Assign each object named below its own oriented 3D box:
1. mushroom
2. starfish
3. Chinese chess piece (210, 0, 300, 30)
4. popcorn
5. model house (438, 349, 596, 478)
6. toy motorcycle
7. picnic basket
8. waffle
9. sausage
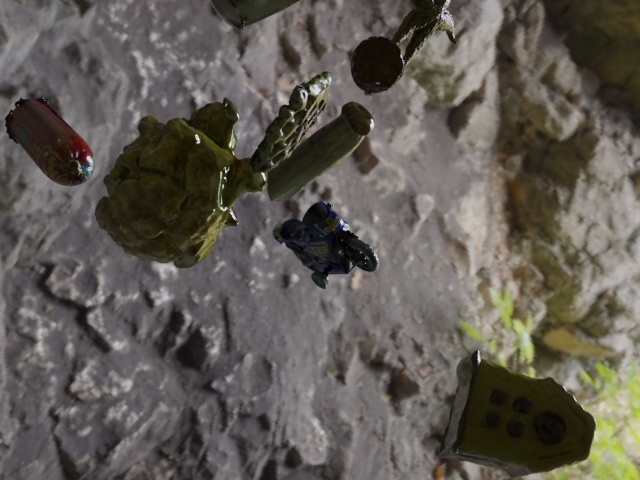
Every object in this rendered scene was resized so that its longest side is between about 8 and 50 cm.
[{"bbox_3d":[-0.003,-0.198,2.090,0.081,0.312,0.099,29,36,-37],"label":"mushroom"},{"bbox_3d":[0.184,-0.398,1.586,0.217,0.050,0.223,41,69,-38],"label":"starfish"},{"bbox_3d":[-0.059,-0.391,1.328,0.092,0.238,0.237,62,24,-21],"label":"Chinese chess piece"},{"bbox_3d":[-0.290,-0.107,1.801,0.274,0.335,0.279,41,36,14],"label":"popcorn"},{"bbox_3d":[0.326,0.293,1.485,0.235,0.193,0.174,11,72,2],"label":"model house"},{"bbox_3d":[0.000,0.000,1.833,0.113,0.315,0.169,-46,108,-21],"label":"toy motorcycle"},{"bbox_3d":[0.067,-0.211,1.112,0.072,0.072,0.083,41,-2,-6],"label":"picnic basket"},{"bbox_3d":[-0.052,-0.212,1.719,0.054,0.204,0.223,38,27,3],"label":"waffle"},{"bbox_3d":[-0.365,-0.133,1.256,0.083,0.083,0.264,21,8,-35],"label":"sausage"}]
